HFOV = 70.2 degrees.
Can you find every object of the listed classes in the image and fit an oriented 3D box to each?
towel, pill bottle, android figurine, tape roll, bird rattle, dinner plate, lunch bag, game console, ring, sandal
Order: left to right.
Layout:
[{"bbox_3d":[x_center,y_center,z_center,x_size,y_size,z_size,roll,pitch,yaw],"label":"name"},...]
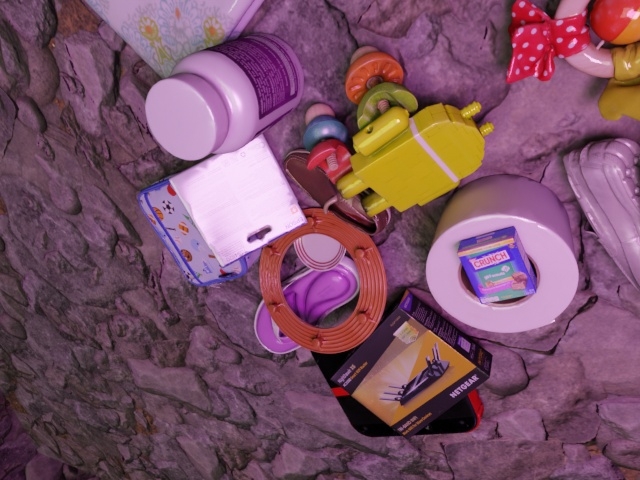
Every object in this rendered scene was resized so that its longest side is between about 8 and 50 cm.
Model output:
[{"bbox_3d":[-0.271,-0.495,0.828,0.320,0.090,0.374,47,127,-8],"label":"towel"},{"bbox_3d":[-0.298,-0.025,1.124,0.243,0.115,0.304,-13,113,32],"label":"lunch bag"},{"bbox_3d":[-0.158,-0.253,0.796,0.169,0.301,0.169,11,124,17],"label":"pill bottle"},{"bbox_3d":[-0.060,0.177,1.147,0.169,0.102,0.416,39,126,-3],"label":"sandal"},{"bbox_3d":[-0.010,0.095,1.033,0.336,0.032,0.337,5,99,31],"label":"ring"},{"bbox_3d":[0.000,0.000,1.042,0.141,0.017,0.141,3,97,30],"label":"dinner plate"},{"bbox_3d":[0.195,0.372,1.199,0.386,0.060,0.342,-19,105,31],"label":"game console"},{"bbox_3d":[0.167,-0.140,0.800,0.272,0.056,0.248,-32,141,27],"label":"android figurine"},{"bbox_3d":[0.329,0.022,0.838,0.246,0.169,0.246,11,124,17],"label":"tape roll"},{"bbox_3d":[0.395,-0.294,0.631,0.253,0.143,0.207,36,146,12],"label":"bird rattle"}]

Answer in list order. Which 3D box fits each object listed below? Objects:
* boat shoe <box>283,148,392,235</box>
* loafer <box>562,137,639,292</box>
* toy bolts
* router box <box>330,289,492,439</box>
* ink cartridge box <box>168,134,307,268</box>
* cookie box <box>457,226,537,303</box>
[{"bbox_3d":[0.029,-0.099,0.940,0.257,0.095,0.095,31,127,3],"label":"boat shoe"},{"bbox_3d":[0.516,-0.030,0.776,0.320,0.112,0.111,57,160,-17],"label":"loafer"},{"bbox_3d":[0.077,-0.222,0.851,0.228,0.159,0.218,-30,146,25],"label":"toy bolts"},{"bbox_3d":[0.204,0.300,1.073,0.243,0.081,0.309,37,124,5],"label":"router box"},{"bbox_3d":[-0.174,-0.087,0.991,0.223,0.045,0.224,-28,104,-4],"label":"ink cartridge box"},{"bbox_3d":[0.286,0.042,0.738,0.091,0.040,0.107,-19,110,33],"label":"cookie box"}]
